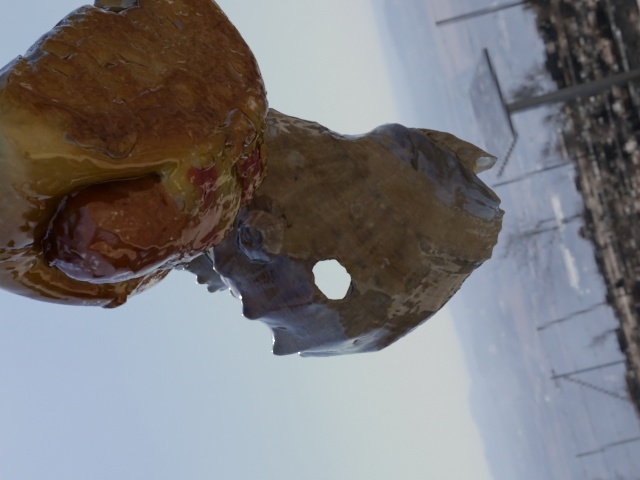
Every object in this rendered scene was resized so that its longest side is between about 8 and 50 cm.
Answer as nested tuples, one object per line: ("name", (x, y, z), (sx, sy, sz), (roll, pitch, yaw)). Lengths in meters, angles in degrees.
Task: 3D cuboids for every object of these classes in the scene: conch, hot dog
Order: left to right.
("hot dog", (-0.116, -0.054, 0.605), (0.153, 0.150, 0.257), (39, -145, -10))
("conch", (-0.006, 0.007, 0.876), (0.186, 0.324, 0.263), (-55, -49, -43))
